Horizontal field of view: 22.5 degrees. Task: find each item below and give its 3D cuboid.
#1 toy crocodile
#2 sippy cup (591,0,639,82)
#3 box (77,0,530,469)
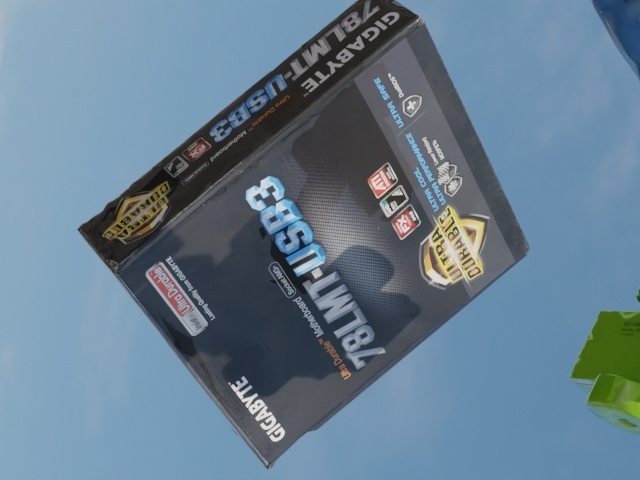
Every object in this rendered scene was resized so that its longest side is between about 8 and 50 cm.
[{"bbox_3d":[0.281,0.083,1.099,0.115,0.105,0.340,-64,-163,-16],"label":"toy crocodile"},{"bbox_3d":[0.343,-0.212,1.296,0.224,0.240,0.305,-32,-131,19],"label":"sippy cup"},{"bbox_3d":[0.000,0.000,1.265,0.293,0.295,0.073,-40,-134,-9],"label":"box"}]
